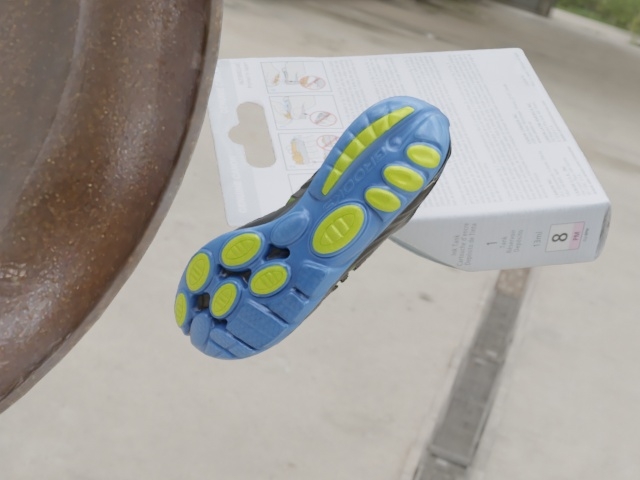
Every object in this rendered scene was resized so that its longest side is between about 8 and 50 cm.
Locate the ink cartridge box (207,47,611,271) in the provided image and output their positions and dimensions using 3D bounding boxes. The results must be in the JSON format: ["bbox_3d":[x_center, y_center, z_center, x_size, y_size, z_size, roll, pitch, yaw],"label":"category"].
[{"bbox_3d":[0.047,-0.055,0.774,0.232,0.066,0.189,-7,40,-7],"label":"ink cartridge box"}]

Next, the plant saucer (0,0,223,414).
[{"bbox_3d":[-0.171,-0.052,0.295,0.310,0.311,0.050,6,24,-37],"label":"plant saucer"}]

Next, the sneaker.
[{"bbox_3d":[0.000,0.000,0.632,0.067,0.188,0.078,52,15,14],"label":"sneaker"}]
